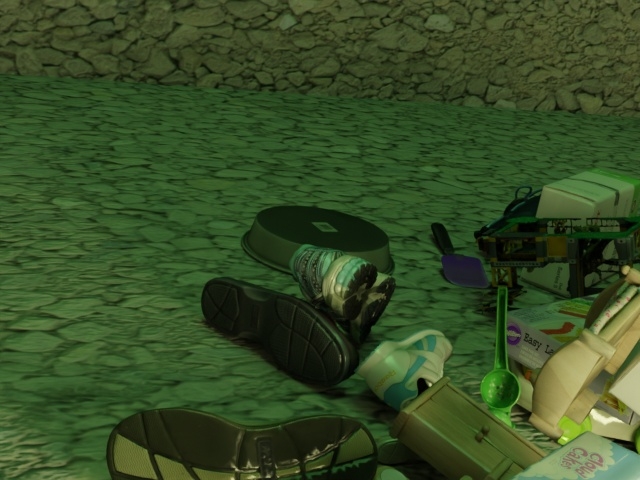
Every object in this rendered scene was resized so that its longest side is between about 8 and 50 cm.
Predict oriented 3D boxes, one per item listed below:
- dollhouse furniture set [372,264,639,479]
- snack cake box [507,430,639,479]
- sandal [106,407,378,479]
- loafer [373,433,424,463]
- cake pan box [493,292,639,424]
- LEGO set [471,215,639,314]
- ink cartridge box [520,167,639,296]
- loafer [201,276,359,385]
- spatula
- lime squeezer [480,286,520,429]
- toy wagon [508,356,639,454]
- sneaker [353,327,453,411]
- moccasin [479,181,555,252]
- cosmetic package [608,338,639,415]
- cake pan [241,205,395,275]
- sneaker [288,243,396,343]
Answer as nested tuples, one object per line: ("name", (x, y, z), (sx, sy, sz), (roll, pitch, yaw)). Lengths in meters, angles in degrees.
("dollhouse furniture set", (0.228, 0.133, 1.266), (0.174, 0.355, 0.303), (35, 33, 19))
("snack cake box", (0.232, 0.311, 1.146), (0.089, 0.152, 0.264), (25, 23, 33))
("sandal", (-0.087, 0.253, 1.255), (0.303, 0.120, 0.086), (4, -14, -12))
("loafer", (0.125, 0.258, 1.420), (0.125, 0.045, 0.039), (2, 14, -16))
("cake pan box", (0.428, 0.162, 1.612), (0.267, 0.070, 0.246), (-5, 27, -40))
("LEGO set", (0.440, 0.069, 1.954), (0.331, 0.192, 0.255), (-1, 11, 21))
("ink cartridge box", (0.518, -0.021, 2.201), (0.115, 0.198, 0.273), (21, 21, 30))
("loafer", (-0.047, 0.121, 1.641), (0.302, 0.109, 0.095), (23, 17, 39))
("spatula", (0.258, 0.022, 2.199), (0.084, 0.030, 0.296), (5, 19, -10))
("lime squeezer", (0.241, 0.216, 1.518), (0.059, 0.110, 0.310), (11, 49, 9))
("toy wagon", (0.448, 0.228, 1.639), (0.344, 0.068, 0.267), (10, 19, 1))
("sneaker", (0.133, 0.187, 1.587), (0.092, 0.087, 0.229), (48, 25, 18))
("moccasin", (0.438, -0.053, 2.357), (0.117, 0.137, 0.342), (15, 18, 29))
("cosmetic package", (0.561, 0.213, 1.379), (0.365, 0.155, 0.197), (39, 32, 10))
("cake pan", (0.000, 0.000, 2.093), (0.293, 0.054, 0.293), (10, 18, -3))
("sneaker", (0.030, 0.065, 1.667), (0.122, 0.110, 0.283), (28, -11, 19))
